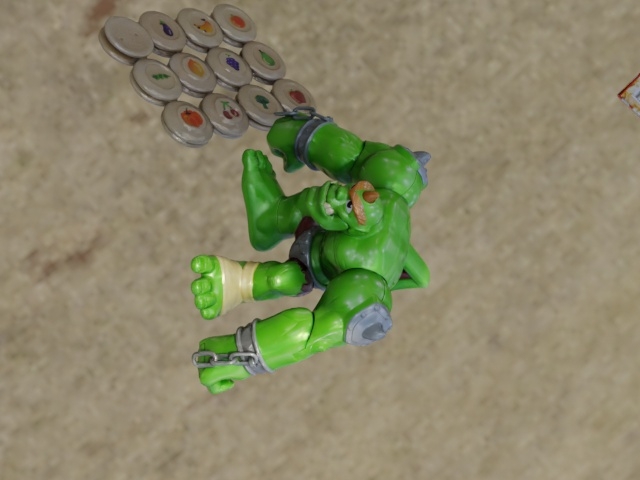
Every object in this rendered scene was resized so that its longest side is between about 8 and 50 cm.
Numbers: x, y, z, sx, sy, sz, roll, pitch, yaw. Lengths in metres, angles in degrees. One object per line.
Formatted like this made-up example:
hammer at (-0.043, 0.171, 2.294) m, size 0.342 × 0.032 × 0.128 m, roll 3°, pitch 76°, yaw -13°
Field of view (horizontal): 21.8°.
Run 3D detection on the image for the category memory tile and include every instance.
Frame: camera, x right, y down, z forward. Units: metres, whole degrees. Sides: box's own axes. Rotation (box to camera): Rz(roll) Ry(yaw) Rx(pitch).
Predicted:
memory tile at (-0.075, -0.117, 1.142) m, size 0.148 × 0.113 × 0.012 m, roll -18°, pitch 155°, yaw -49°

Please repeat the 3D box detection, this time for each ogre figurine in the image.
ogre figurine at (0.000, 0.000, 1.001) m, size 0.197 × 0.118 × 0.097 m, roll -59°, pitch 139°, yaw -50°

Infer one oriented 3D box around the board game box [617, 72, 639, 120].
board game box at (0.332, -0.120, 1.180) m, size 0.193 × 0.147 × 0.045 m, roll -45°, pitch 166°, yaw 8°
